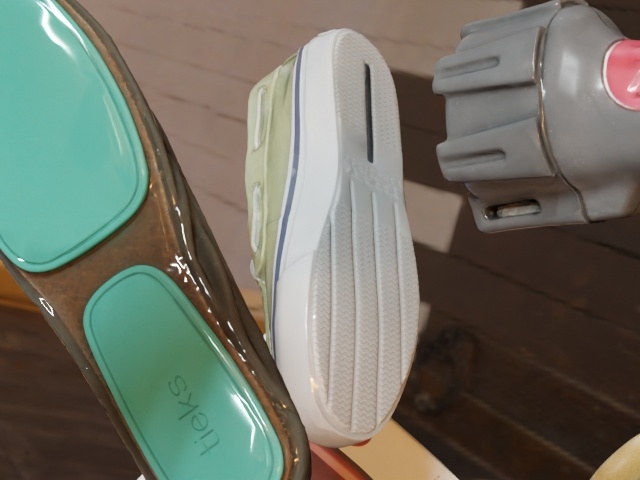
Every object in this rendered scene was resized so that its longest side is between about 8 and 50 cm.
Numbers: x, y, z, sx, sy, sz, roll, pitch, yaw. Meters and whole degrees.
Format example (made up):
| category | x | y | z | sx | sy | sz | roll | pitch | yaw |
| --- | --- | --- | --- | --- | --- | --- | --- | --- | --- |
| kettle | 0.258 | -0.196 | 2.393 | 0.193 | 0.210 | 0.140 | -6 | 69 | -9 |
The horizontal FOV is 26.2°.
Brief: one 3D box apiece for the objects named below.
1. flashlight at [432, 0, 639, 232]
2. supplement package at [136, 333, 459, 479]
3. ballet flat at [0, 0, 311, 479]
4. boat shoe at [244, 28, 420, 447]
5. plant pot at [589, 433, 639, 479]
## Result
| category | x | y | z | sx | sy | sz | roll | pitch | yaw |
| --- | --- | --- | --- | --- | --- | --- | --- | --- | --- |
| flashlight | 0.181 | -0.077 | 0.523 | 0.304 | 0.103 | 0.103 | -5 | 42 | 43 |
| supplement package | -0.019 | 0.210 | 1.157 | 0.194 | 0.203 | 0.149 | -49 | -9 | -5 |
| ballet flat | -0.090 | 0.010 | 0.636 | 0.095 | 0.096 | 0.280 | -28 | 80 | 7 |
| boat shoe | 0.000 | 0.000 | 0.914 | 0.094 | 0.109 | 0.302 | -25 | 49 | 37 |
| plant pot | 0.326 | 0.201 | 1.132 | 0.236 | 0.236 | 0.032 | 1 | 122 | 63 |
